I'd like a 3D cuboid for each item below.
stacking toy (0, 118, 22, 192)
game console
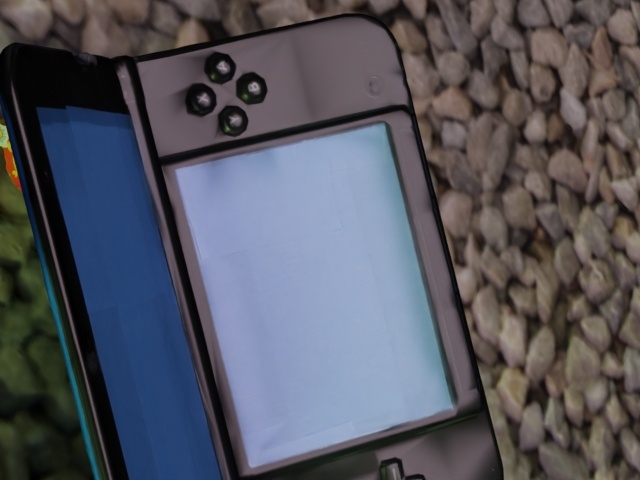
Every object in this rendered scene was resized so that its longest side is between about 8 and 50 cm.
[{"bbox_3d":[-0.225,-0.099,0.847,0.167,0.052,0.221,-31,96,-49],"label":"stacking toy"},{"bbox_3d":[-0.021,0.033,0.866,0.250,0.173,0.293,-14,91,-19],"label":"game console"}]
